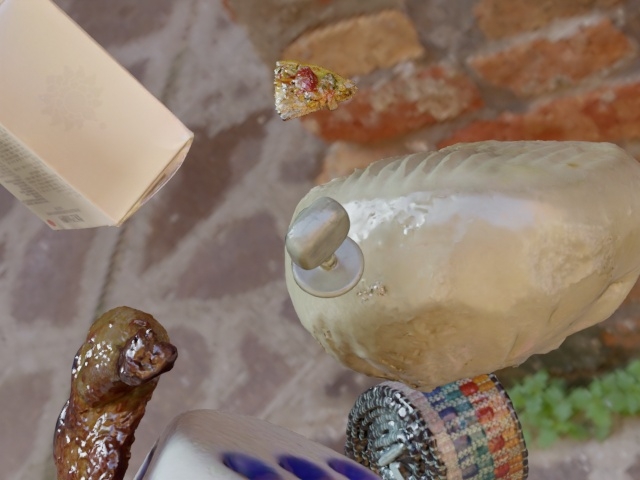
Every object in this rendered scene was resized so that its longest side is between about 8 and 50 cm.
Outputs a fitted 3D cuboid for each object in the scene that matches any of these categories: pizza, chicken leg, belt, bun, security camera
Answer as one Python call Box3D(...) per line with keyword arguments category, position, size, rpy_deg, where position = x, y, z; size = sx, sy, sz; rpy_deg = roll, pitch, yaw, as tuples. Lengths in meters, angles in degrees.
Box3D(category="pizza", position=(-0.013, -0.138, 1.370), size=(0.083, 0.025, 0.078), rpy_deg=(19, 46, 13))
Box3D(category="chicken leg", position=(-0.187, 0.153, 1.348), size=(0.177, 0.083, 0.322), rpy_deg=(-93, 21, -51))
Box3D(category="belt", position=(0.154, 0.256, 1.903), size=(0.161, 0.295, 0.206), rpy_deg=(-23, 74, -20))
Box3D(category="bun", position=(0.141, 0.019, 1.426), size=(0.362, 0.326, 0.234), rpy_deg=(-10, 89, 15))
Box3D(category="security camera", position=(0.000, 0.000, 1.061), size=(0.058, 0.092, 0.058), rpy_deg=(-2, 64, 5))

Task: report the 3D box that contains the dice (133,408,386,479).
Box3D(category="dice", position=(-0.081, 0.346, 1.402), size=(0.304, 0.277, 0.304), rpy_deg=(-118, 52, -80))

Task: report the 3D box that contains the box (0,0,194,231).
Box3D(category="box", position=(-0.207, -0.092, 1.120), size=(0.095, 0.168, 0.212), rpy_deg=(-50, 17, -15))
